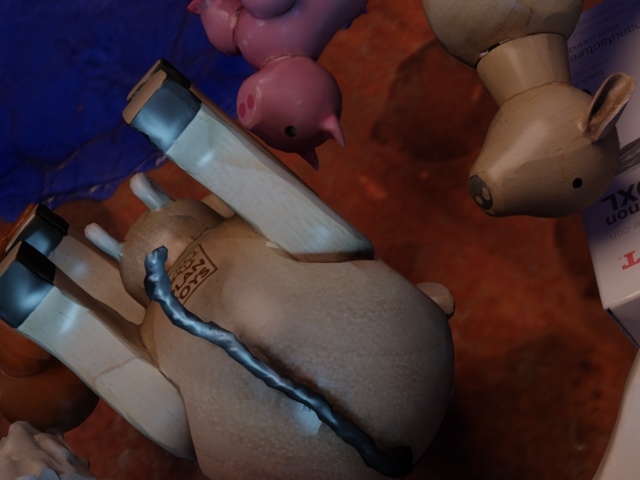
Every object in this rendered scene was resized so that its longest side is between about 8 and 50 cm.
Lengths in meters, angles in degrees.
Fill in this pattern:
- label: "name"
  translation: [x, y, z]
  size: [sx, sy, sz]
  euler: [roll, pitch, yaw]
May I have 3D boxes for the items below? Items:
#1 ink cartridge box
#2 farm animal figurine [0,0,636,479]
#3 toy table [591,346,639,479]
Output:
- label: "ink cartridge box"
  translation: [0.154, -0.035, 0.684]
  size: [0.109, 0.063, 0.150]
  euler: [-26, 44, 21]
- label: "farm animal figurine"
  translation: [0.000, 0.000, 0.645]
  size: [0.330, 0.172, 0.327]
  euler: [-48, 10, 20]
- label: "toy table"
  translation: [0.090, 0.143, 0.479]
  size: [0.161, 0.252, 0.274]
  euler: [-23, 12, 10]
